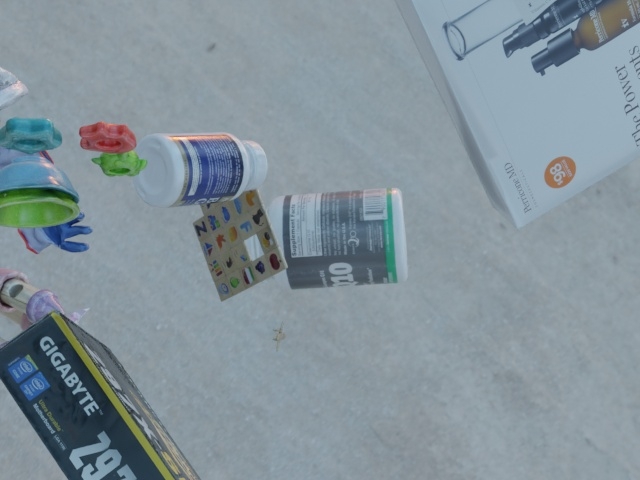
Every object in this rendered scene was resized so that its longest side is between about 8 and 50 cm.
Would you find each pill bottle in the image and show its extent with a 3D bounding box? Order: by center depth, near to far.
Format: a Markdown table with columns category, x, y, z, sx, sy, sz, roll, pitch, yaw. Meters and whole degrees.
| category | x | y | z | sx | sy | sz | roll | pitch | yaw |
| --- | --- | --- | --- | --- | --- | --- | --- | --- | --- |
| pill bottle | -0.152 | -0.094 | 1.164 | 0.169 | 0.094 | 0.094 | -9 | 61 | -48 |
| pill bottle | 0.000 | 0.000 | 1.902 | 0.361 | 0.204 | 0.204 | -4 | 50 | 7 |

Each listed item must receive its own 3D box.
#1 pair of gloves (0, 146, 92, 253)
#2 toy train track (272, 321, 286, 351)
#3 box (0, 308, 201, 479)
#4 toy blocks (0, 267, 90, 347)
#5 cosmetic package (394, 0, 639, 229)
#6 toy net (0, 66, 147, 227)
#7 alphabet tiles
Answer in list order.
| category | x | y | z | sx | sy | sz | roll | pitch | yaw |
| --- | --- | --- | --- | --- | --- | --- | --- | --- | --- |
| pair of gloves | -0.397 | -0.061 | 1.227 | 0.198 | 0.159 | 0.023 | 60 | 42 | -17 |
| toy train track | -0.067 | 0.151 | 1.414 | 0.014 | 0.083 | 0.048 | 11 | 85 | 8 |
| box | -0.165 | 0.231 | 0.851 | 0.079 | 0.257 | 0.322 | -36 | 79 | -9 |
| toy blocks | -0.521 | 0.147 | 1.293 | 0.260 | 0.309 | 0.288 | 22 | 61 | 33 |
| cosmetic package | 0.288 | -0.241 | 1.138 | 0.377 | 0.285 | 0.097 | 58 | 3 | -29 |
| toy net | -0.194 | -0.061 | 0.584 | 0.122 | 0.232 | 0.045 | -6 | 76 | 3 |
| alphabet tiles | -0.160 | -0.030 | 1.584 | 0.009 | 0.198 | 0.237 | -14 | 80 | -44 |
